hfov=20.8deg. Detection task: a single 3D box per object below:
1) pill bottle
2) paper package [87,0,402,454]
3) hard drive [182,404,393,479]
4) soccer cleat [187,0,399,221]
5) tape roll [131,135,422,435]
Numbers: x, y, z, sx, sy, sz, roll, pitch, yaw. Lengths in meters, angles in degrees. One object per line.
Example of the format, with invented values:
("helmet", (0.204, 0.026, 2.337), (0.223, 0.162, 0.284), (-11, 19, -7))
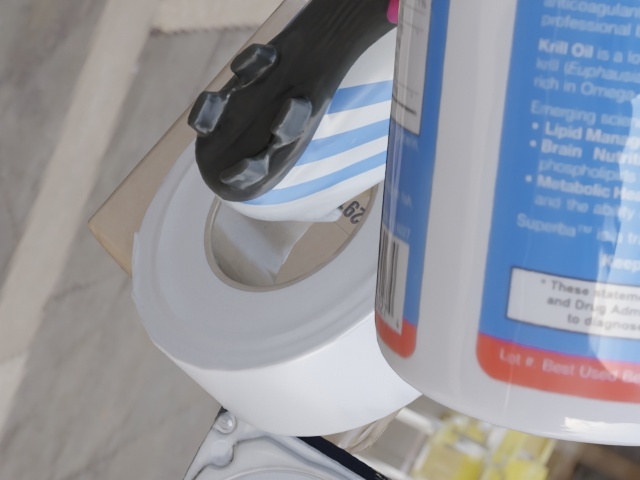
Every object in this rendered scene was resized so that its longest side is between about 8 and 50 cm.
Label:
("pill bottle", (0.084, -0.068, 0.470), (0.124, 0.124, 0.222), (-35, 133, -66))
("paper package", (0.006, -0.007, 1.632), (0.309, 0.325, 0.168), (-48, 167, -5))
("hard drive", (0.019, 0.301, 1.341), (0.237, 0.339, 0.064), (-62, 163, 6))
("soccer cleat", (0.061, -0.134, 1.073), (0.331, 0.116, 0.143), (-42, 147, 23))
("tape roll", (0.000, 0.000, 1.292), (0.100, 0.286, 0.286), (47, 66, -43))
